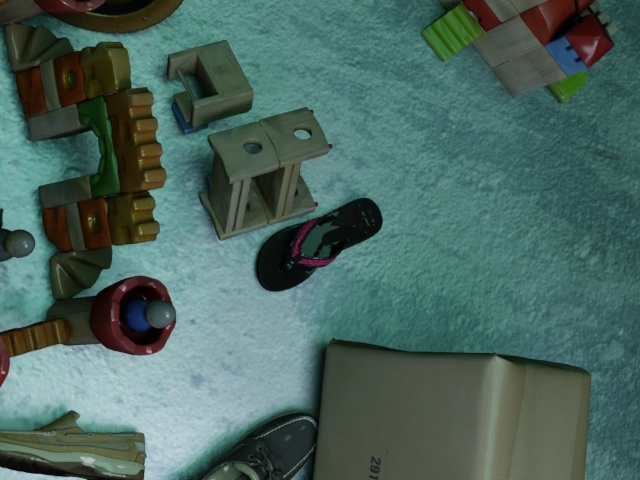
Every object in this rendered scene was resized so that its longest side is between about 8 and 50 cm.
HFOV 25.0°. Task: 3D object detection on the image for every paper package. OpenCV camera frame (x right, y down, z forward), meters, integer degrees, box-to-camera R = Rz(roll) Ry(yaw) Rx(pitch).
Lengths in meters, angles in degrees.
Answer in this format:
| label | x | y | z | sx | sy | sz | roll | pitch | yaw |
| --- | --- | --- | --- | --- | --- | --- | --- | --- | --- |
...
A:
| label | x | y | z | sx | sy | sz | roll | pitch | yaw |
| --- | --- | --- | --- | --- | --- | --- | --- | --- | --- |
| paper package | 0.135 | 0.282 | 1.598 | 0.168 | 0.309 | 0.325 | 11 | 83 | -35 |

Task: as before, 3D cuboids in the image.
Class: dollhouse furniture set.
| label | x | y | z | sx | sy | sz | roll | pitch | yaw |
| --- | --- | --- | --- | --- | --- | --- | --- | --- | --- |
| dollhouse furniture set | -0.088 | -0.124 | 1.680 | 0.129 | 0.129 | 0.184 | -17 | 62 | -20 |

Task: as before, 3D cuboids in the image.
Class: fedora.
| label | x | y | z | sx | sy | sz | roll | pitch | yaw |
| --- | --- | --- | --- | --- | --- | --- | --- | --- | --- |
| fedora | -0.241 | -0.322 | 1.628 | 0.194 | 0.194 | 0.079 | 12 | 45 | -18 |

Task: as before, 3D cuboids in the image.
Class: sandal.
| label | x | y | z | sx | sy | sz | roll | pitch | yaw |
| --- | --- | --- | --- | --- | --- | --- | --- | --- | --- |
| sandal | 0.000 | 0.000 | 1.724 | 0.179 | 0.040 | 0.067 | -30 | 96 | -19 |

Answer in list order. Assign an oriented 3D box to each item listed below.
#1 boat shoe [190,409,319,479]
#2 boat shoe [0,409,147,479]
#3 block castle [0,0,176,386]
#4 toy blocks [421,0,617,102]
| label | x | y | z | sx | sy | sz | roll | pitch | yaw |
| --- | --- | --- | --- | --- | --- | --- | --- | --- | --- |
| boat shoe | -0.085 | 0.274 | 1.656 | 0.223 | 0.073 | 0.080 | -32 | 96 | -19 |
| boat shoe | -0.285 | 0.224 | 1.603 | 0.190 | 0.068 | 0.072 | 14 | 69 | -27 |
| block castle | -0.320 | -0.078 | 1.471 | 0.303 | 0.212 | 0.453 | -13 | 93 | -43 |
| toy blocks | 0.234 | -0.332 | 1.714 | 0.190 | 0.261 | 0.381 | -42 | 100 | -17 |
